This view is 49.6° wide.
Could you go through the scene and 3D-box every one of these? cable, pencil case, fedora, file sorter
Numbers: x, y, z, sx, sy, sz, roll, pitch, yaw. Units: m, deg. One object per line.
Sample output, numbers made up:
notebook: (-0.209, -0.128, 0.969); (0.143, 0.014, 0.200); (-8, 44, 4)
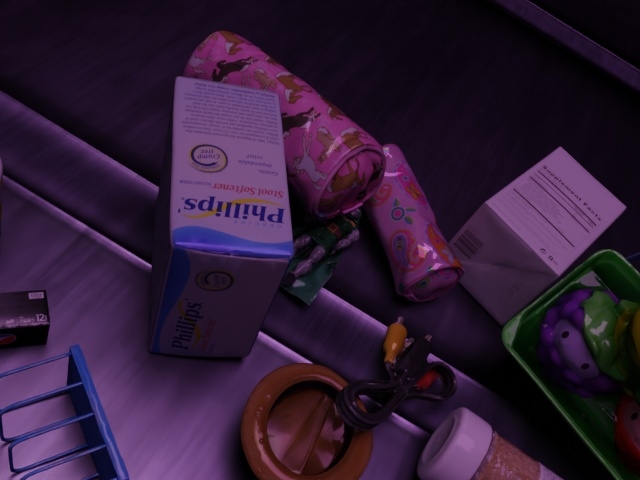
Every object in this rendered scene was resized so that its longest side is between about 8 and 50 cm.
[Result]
cable: (0.111, 0.216, 1.007); (0.139, 0.072, 0.287); (52, 36, 3)
pencil case: (0.142, -0.033, 1.218); (0.124, 0.124, 0.284); (-6, 57, -30)
fedora: (-0.024, 0.262, 0.930); (0.194, 0.079, 0.195); (13, 52, -17)
file sorter: (-0.303, 0.231, 0.793); (0.104, 0.118, 0.170); (-15, 63, -31)
pencil case: (-0.070, -0.196, 1.161); (0.386, 0.167, 0.160); (44, 17, 24)

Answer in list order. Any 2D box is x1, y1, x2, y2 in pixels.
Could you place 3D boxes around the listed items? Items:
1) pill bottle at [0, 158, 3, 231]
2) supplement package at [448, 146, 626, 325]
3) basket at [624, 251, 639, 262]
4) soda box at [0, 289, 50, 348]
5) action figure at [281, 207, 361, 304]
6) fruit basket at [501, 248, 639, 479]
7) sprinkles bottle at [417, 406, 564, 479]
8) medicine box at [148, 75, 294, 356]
pill bottle: (-0.468, -0.067, 0.877); (0.119, 0.209, 0.119); (13, 50, -16)
supplement package: (0.391, -0.015, 1.279); (0.175, 0.178, 0.293); (47, 49, 13)
basket: (0.636, 0.137, 1.234); (0.200, 0.255, 0.289); (9, 63, -19)
soda box: (-0.431, 0.103, 0.865); (0.168, 0.060, 0.053); (-2, 58, -28)
action figure: (0.000, 0.000, 1.160); (0.137, 0.064, 0.232); (41, 45, 12)
fruit basket: (0.484, 0.191, 1.012); (0.282, 0.392, 0.392); (-36, 73, -9)
sprinkles bottle: (0.311, 0.384, 0.972); (0.355, 0.121, 0.121); (35, 48, 2)
medicine box: (-0.148, -0.025, 0.959); (0.149, 0.264, 0.290); (5, 53, -17)
